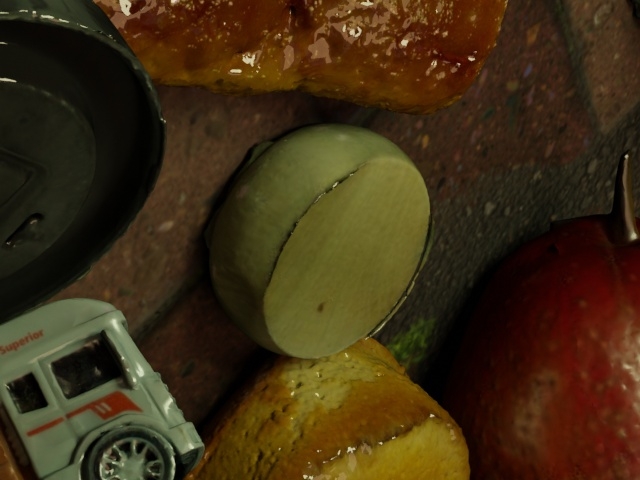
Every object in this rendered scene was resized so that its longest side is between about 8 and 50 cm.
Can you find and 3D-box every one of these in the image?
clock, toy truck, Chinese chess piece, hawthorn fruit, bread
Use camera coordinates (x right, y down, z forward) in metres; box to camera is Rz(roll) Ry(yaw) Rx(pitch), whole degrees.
[{"bbox_3d":[-0.224,-0.040,0.878,0.280,0.055,0.280,-22,148,-15],"label":"clock"},{"bbox_3d":[-0.234,0.145,0.933,0.305,0.162,0.136,-24,169,-14],"label":"toy truck"},{"bbox_3d":[0.000,0.000,1.188,0.188,0.083,0.188,-28,134,-33],"label":"Chinese chess piece"},{"bbox_3d":[0.256,0.100,1.373,0.285,0.285,0.369,-8,111,-42],"label":"hawthorn fruit"},{"bbox_3d":[0.002,0.214,1.268,0.268,0.146,0.268,-20,124,-33],"label":"bread"},{"bbox_3d":[-0.020,-0.187,1.026,0.380,0.109,0.185,1,113,-42],"label":"bread"}]

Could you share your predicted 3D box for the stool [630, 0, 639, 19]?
[{"bbox_3d":[0.481,-0.250,1.311,0.297,0.330,0.297,-25,131,-32],"label":"stool"}]
